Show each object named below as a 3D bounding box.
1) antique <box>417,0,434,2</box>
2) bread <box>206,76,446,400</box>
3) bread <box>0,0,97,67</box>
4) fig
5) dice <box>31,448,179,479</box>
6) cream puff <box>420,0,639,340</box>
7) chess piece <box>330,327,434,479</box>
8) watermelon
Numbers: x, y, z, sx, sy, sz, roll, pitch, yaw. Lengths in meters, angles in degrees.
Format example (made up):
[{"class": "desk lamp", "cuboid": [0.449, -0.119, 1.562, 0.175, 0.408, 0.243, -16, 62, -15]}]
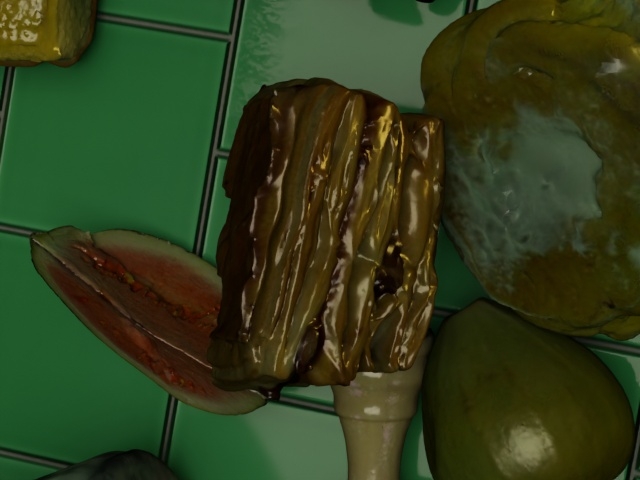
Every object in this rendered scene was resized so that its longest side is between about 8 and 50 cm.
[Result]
[{"class": "antique", "cuboid": [-0.007, -0.387, 1.670, 0.322, 0.185, 0.255, 18, 97, 15]}, {"class": "bread", "cuboid": [0.000, 0.000, 1.595, 0.191, 0.370, 0.314, 10, 86, -12]}, {"class": "bread", "cuboid": [-0.409, -0.350, 1.784, 0.333, 0.143, 0.323, 4, 92, 13]}, {"class": "fig", "cuboid": [0.190, 0.179, 1.640, 0.230, 0.207, 0.207, 37, 100, 30]}, {"class": "dice", "cuboid": [-0.285, 0.417, 1.685, 0.348, 0.328, 0.330, -24, 87, 13]}, {"class": "cream puff", "cuboid": [0.294, -0.092, 1.585, 0.378, 0.275, 0.378, 20, 121, 36]}, {"class": "chess piece", "cuboid": [0.057, 0.288, 1.718, 0.117, 0.117, 0.397, 1, 94, 13]}, {"class": "watermelon", "cuboid": [-0.151, 0.071, 1.751, 0.303, 0.159, 0.128, 34, 69, 12]}]
